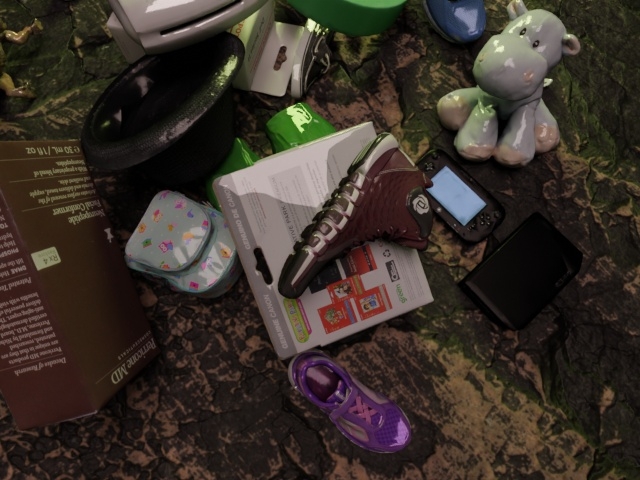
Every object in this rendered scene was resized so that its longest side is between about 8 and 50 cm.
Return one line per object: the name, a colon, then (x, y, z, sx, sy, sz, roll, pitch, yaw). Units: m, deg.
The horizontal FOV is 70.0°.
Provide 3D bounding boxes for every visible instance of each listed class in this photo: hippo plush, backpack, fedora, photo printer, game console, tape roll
hippo plush: (0.389, -0.292, 0.860, 0.294, 0.237, 0.234, -40, 78, -12)
backpack: (-0.228, 0.011, 0.802, 0.188, 0.144, 0.166, 23, 72, 5)
fedora: (-0.249, -0.216, 0.811, 0.333, 0.153, 0.334, -13, 50, 16)
photo printer: (-0.246, -0.454, 0.797, 0.255, 0.107, 0.308, -29, 57, -10)
game console: (0.304, -0.020, 0.876, 0.213, 0.044, 0.361, -40, 77, -12)
tape roll: (0.044, -0.585, 0.970, 0.320, 0.077, 0.322, 9, 63, -18)

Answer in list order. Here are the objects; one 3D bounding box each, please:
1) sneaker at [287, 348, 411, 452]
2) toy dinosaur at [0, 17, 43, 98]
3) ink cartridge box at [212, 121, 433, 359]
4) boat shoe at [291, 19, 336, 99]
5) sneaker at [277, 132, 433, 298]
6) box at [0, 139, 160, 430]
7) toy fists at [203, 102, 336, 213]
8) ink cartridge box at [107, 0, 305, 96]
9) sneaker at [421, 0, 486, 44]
sneaker: (0.046, 0.266, 0.751, 0.236, 0.104, 0.095, 35, 74, 8)
toy dinosaur: (-0.703, -0.380, 0.929, 0.200, 0.127, 0.296, -1, 85, 6)
ink cartridge box: (0.000, 0.000, 0.769, 0.271, 0.130, 0.310, -20, 94, -8)
boat shoe: (-0.011, -0.392, 0.965, 0.070, 0.078, 0.220, 13, 71, 4)
sneaker: (0.072, -0.004, 0.663, 0.162, 0.106, 0.282, 36, 85, -10)
box: (-0.400, 0.052, 0.675, 0.143, 0.191, 0.382, -14, 101, 11)
toy fists: (-0.090, -0.144, 0.880, 0.279, 0.096, 0.142, -30, 63, -9)
ink cartridge box: (-0.222, -0.449, 0.956, 0.352, 0.119, 0.207, 13, 72, 2)
sneaker: (0.263, -0.571, 0.942, 0.129, 0.147, 0.330, -23, 106, 9)
